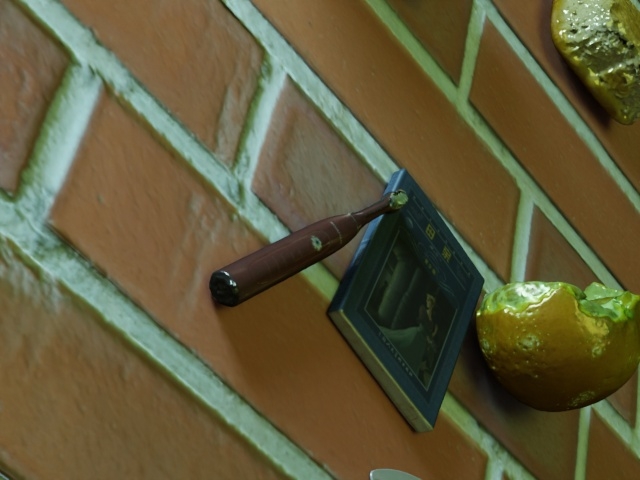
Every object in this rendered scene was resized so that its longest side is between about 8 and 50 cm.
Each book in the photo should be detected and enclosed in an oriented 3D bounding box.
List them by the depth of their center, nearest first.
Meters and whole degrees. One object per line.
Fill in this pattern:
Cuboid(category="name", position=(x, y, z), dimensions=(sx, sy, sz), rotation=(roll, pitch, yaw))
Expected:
Cuboid(category="book", position=(0.106, 0.065, 1.663), dimensions=(0.191, 0.025, 0.269), rotation=(54, 37, -22))

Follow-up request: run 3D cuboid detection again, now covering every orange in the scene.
Cuboid(category="orange", position=(0.304, 0.128, 1.771), dimensions=(0.237, 0.179, 0.158), rotation=(6, 67, -56))

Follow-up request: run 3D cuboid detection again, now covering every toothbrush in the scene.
Cuboid(category="toothbrush", position=(-0.001, 0.000, 1.523), dimensions=(0.364, 0.041, 0.041), rotation=(-27, 96, -54))

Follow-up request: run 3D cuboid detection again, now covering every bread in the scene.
Cuboid(category="bread", position=(0.456, -0.304, 2.258), dimensions=(0.245, 0.121, 0.174), rotation=(39, 36, -32))

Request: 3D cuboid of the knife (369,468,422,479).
Cuboid(category="knife", position=(0.134, 0.308, 1.585), dimensions=(0.244, 0.032, 0.058), rotation=(44, 43, -27))
